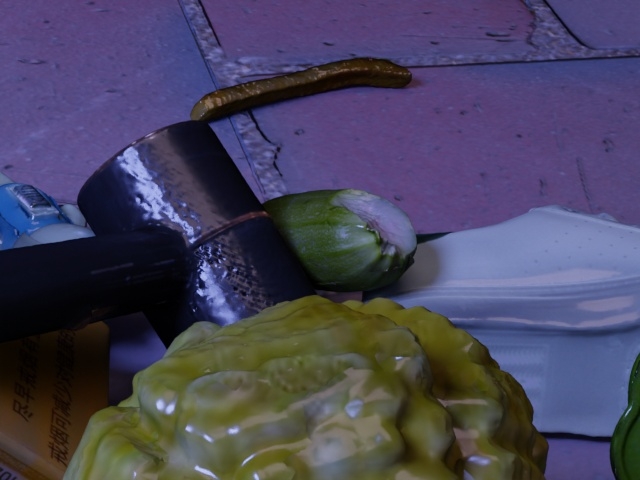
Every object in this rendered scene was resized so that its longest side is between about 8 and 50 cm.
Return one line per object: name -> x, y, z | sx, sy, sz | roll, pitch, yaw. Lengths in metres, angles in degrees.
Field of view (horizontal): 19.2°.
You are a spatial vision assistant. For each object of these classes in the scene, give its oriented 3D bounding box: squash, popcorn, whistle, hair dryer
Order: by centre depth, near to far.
popcorn -> -0.009, 0.141, 1.013 | 0.258, 0.224, 0.270 | 9, 27, 13
hair dryer -> -0.137, 0.041, 1.127 | 0.352, 0.107, 0.189 | -14, 66, -56
squash -> 0.000, 0.000, 1.286 | 0.069, 0.069, 0.239 | -8, 4, -21
whistle -> -0.206, 0.002, 1.333 | 0.114, 0.077, 0.236 | -7, 28, -35

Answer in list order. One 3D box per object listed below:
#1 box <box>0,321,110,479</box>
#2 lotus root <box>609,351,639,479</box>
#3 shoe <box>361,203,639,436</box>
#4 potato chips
box -> -0.249, 0.051, 1.108 | 0.274, 0.076, 0.174 | 37, 22, -25
lotus root -> 0.263, 0.126, 1.160 | 0.186, 0.186, 0.186 | 4, 33, -3
shoe -> 0.202, 0.043, 1.281 | 0.363, 0.131, 0.160 | -3, 34, -1
potato chips -> -0.019, -0.129, 1.602 | 0.204, 0.026, 0.037 | -12, 50, -26
